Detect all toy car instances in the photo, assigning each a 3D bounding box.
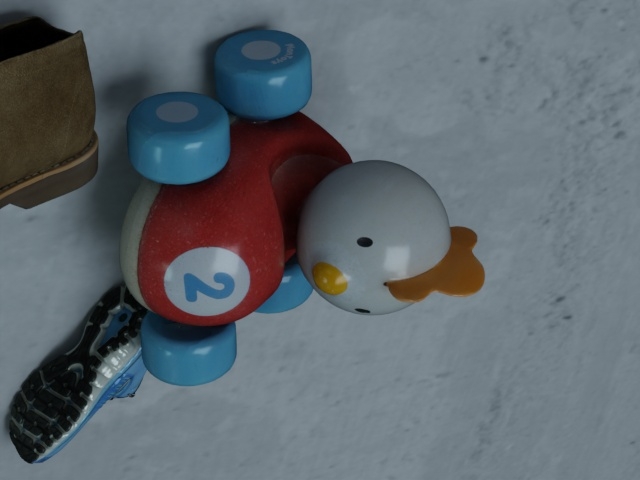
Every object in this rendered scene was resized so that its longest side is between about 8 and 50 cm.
[{"bbox_3d":[0.000,0.000,1.373,0.210,0.238,0.219,-41,141,-44],"label":"toy car"}]

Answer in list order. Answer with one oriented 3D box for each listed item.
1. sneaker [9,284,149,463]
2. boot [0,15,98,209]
[{"bbox_3d":[-0.170,0.113,1.472,0.162,0.063,0.073,-47,143,-3],"label":"sneaker"},{"bbox_3d":[-0.252,-0.056,1.197,0.305,0.112,0.115,-37,144,-49],"label":"boot"}]
